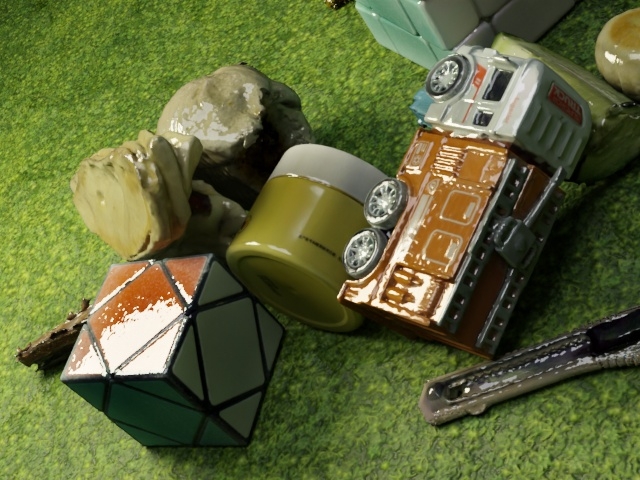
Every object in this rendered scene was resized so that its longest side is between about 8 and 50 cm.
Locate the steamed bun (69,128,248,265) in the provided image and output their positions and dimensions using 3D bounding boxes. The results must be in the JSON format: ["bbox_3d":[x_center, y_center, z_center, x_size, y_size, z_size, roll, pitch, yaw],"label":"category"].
[{"bbox_3d":[-0.234,-0.042,1.576,0.189,0.247,0.428,-14,1,-26],"label":"steamed bun"}]

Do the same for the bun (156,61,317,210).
[{"bbox_3d":[-0.129,-0.177,1.679,0.282,0.281,0.204,5,63,40],"label":"bun"}]

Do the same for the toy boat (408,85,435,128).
[{"bbox_3d":[0.220,-0.183,1.551,0.088,0.102,0.215,-47,25,-7],"label":"toy boat"}]

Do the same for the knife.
[{"bbox_3d":[0.281,0.149,1.239,0.365,0.043,0.089,-21,41,21],"label":"knife"}]

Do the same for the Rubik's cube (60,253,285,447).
[{"bbox_3d":[-0.206,0.161,1.469,0.205,0.205,0.207,-8,50,32],"label":"Rubik's cube"}]

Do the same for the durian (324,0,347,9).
[{"bbox_3d":[0.117,-0.547,1.945,0.306,0.172,0.166,-32,15,21],"label":"durian"}]

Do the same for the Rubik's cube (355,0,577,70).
[{"bbox_3d":[0.217,-0.489,1.679,0.319,0.316,0.322,-43,39,-4],"label":"Rubik's cube"}]

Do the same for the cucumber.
[{"bbox_3d":[0.342,-0.195,1.477,0.145,0.105,0.325,-64,33,21],"label":"cucumber"}]

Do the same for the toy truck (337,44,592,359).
[{"bbox_3d":[0.199,-0.052,1.313,0.207,0.173,0.387,18,81,53],"label":"toy truck"}]

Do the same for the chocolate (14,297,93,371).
[{"bbox_3d":[-0.367,0.128,1.736,0.329,0.065,0.102,-28,21,11],"label":"chocolate"}]

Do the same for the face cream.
[{"bbox_3d":[0.000,0.000,1.453,0.218,0.218,0.179,7,59,41],"label":"face cream"}]

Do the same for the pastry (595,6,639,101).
[{"bbox_3d":[0.469,-0.271,1.459,0.157,0.092,0.156,-13,48,15],"label":"pastry"}]
